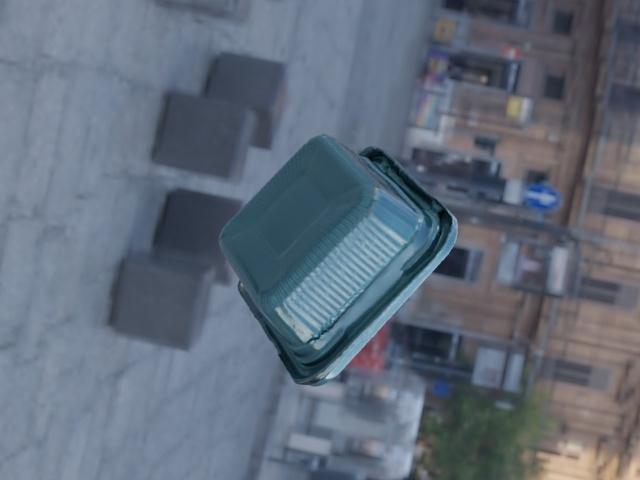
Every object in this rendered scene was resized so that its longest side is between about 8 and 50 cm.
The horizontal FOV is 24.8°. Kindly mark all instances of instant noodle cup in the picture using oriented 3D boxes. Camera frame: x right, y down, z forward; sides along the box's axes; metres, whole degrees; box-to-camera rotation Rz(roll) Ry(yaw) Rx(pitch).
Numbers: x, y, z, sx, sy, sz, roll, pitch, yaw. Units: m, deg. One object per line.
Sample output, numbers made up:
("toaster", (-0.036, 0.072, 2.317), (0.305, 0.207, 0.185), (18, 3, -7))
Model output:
("instant noodle cup", (0.000, 0.000, 1.027), (0.157, 0.070, 0.179), (-47, -151, 4))
